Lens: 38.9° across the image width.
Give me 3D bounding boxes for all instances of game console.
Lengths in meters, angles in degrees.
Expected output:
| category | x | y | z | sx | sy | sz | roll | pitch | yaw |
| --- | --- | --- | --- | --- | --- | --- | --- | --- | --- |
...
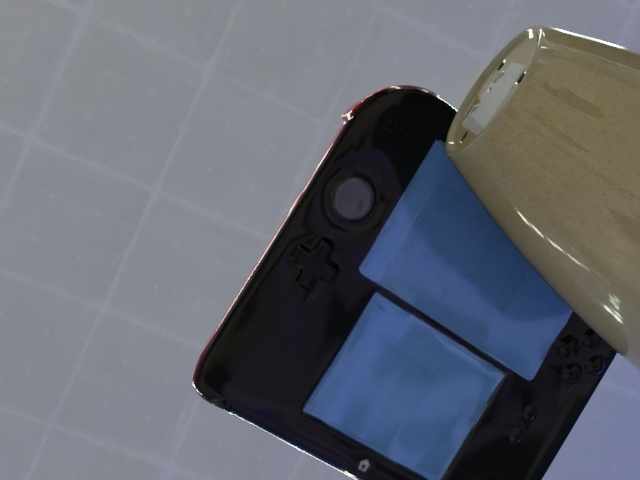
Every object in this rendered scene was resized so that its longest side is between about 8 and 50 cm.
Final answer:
| category | x | y | z | sx | sy | sz | roll | pitch | yaw |
| --- | --- | --- | --- | --- | --- | --- | --- | --- | --- |
| game console | 0.116 | 0.079 | 0.871 | 0.386 | 0.060 | 0.342 | 33 | -97 | -22 |

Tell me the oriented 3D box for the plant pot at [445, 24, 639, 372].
| category | x | y | z | sx | sy | sz | roll | pitch | yaw |
| --- | --- | --- | --- | --- | --- | --- | --- | --- | --- |
| plant pot | 0.251 | -0.050 | 0.760 | 0.274 | 0.256 | 0.256 | 32 | -88 | -12 |
